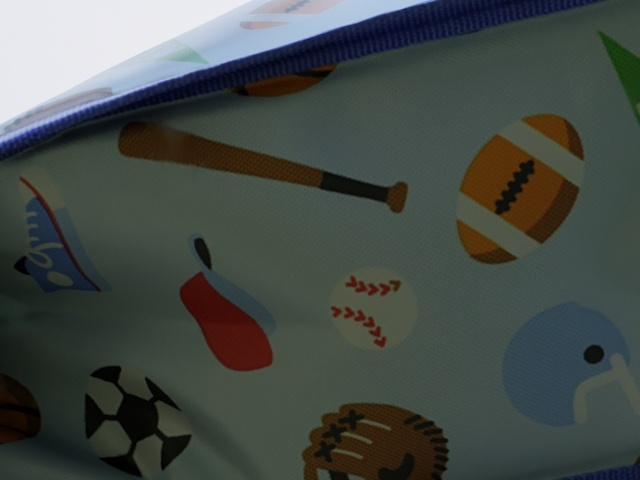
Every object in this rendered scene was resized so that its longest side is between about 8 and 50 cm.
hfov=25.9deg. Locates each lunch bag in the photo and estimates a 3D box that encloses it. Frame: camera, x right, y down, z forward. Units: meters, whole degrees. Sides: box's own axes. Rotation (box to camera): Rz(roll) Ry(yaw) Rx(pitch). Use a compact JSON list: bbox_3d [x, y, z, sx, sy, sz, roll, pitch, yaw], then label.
[{"bbox_3d":[0.000,0.000,0.617,0.385,0.328,0.239,-11,-80,-1],"label":"lunch bag"}]
